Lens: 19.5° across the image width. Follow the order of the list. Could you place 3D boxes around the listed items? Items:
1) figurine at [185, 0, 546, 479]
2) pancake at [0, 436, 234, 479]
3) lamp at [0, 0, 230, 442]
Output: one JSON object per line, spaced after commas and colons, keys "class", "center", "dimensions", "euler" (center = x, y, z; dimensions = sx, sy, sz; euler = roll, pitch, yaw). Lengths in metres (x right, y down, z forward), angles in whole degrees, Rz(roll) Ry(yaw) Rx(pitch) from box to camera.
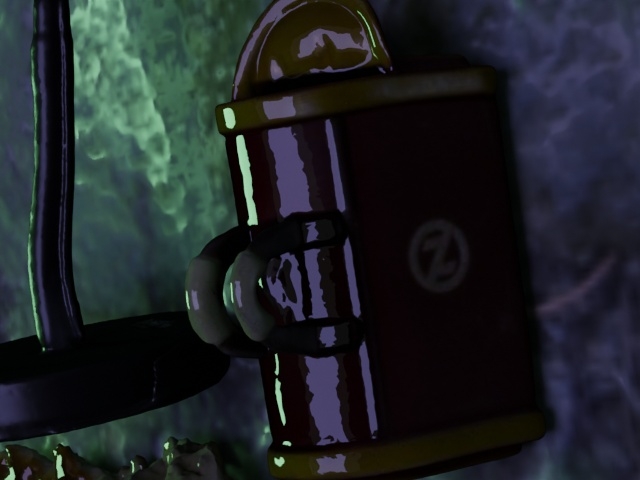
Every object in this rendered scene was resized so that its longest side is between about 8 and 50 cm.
{"class": "figurine", "center": [0.000, -0.001, 0.567], "dimensions": [0.082, 0.098, 0.154], "euler": [-6, 94, 49]}
{"class": "pancake", "center": [-0.099, 0.178, 0.718], "dimensions": [0.244, 0.057, 0.266], "euler": [34, 118, 36]}
{"class": "lamp", "center": [-0.064, -0.108, 0.655], "dimensions": [0.130, 0.108, 0.371], "euler": [0, 81, 56]}
